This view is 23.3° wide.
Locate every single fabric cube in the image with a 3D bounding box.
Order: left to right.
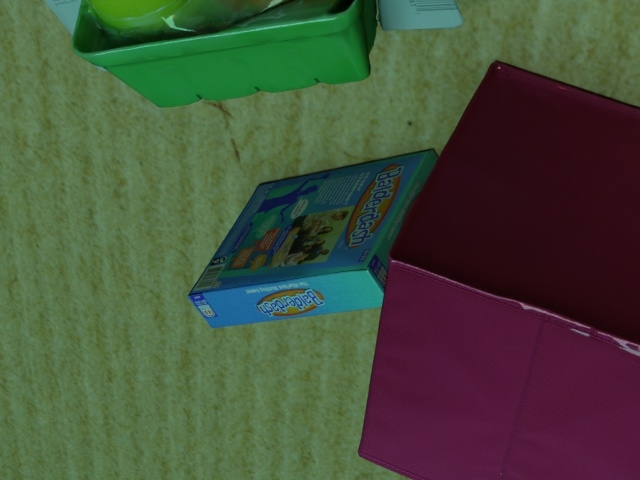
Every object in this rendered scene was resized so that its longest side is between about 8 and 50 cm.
[{"bbox_3d":[0.201,0.058,1.270,0.259,0.254,0.258,21,138,13],"label":"fabric cube"}]

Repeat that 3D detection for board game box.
[{"bbox_3d":[0.000,0.000,1.408,0.210,0.160,0.047,-9,127,39],"label":"board game box"}]

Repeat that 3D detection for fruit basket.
[{"bbox_3d":[-0.094,-0.259,1.137,0.327,0.165,0.353,-6,139,20],"label":"fruit basket"}]
